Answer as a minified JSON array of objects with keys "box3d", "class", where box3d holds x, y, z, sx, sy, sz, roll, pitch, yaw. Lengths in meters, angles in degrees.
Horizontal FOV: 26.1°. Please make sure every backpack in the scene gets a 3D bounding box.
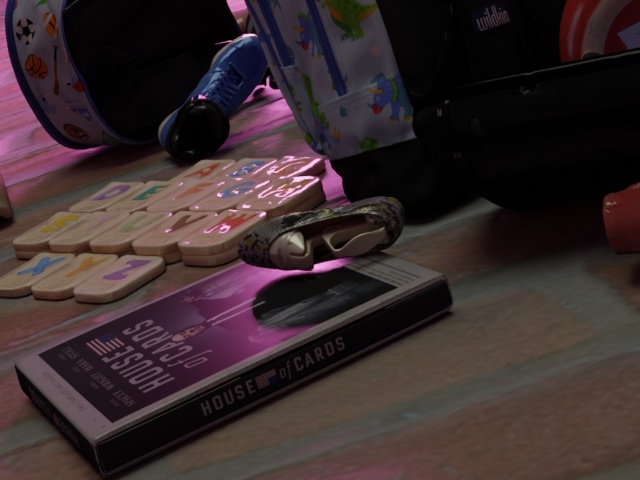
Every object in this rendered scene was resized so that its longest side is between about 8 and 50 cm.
[{"box3d":[-0.225,-0.231,1.525,0.213,0.276,0.263,-10,26,34],"class":"backpack"},{"box3d":[0.058,-0.235,1.113,0.290,0.355,0.273,-32,22,-35],"class":"backpack"}]

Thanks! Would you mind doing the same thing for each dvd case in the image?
[{"box3d":[-0.060,0.061,0.878,0.239,0.029,0.179,-23,19,-21],"class":"dvd case"}]

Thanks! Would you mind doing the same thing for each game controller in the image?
[{"box3d":[0.223,-0.078,0.872,0.319,0.067,0.166,-8,-13,28],"class":"game controller"}]

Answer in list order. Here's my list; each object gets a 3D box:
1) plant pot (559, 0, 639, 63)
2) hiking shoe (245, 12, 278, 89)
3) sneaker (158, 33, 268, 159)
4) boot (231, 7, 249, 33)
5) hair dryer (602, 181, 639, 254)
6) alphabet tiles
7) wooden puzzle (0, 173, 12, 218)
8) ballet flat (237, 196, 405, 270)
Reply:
[{"box3d":[0.270,-0.163,0.986,0.191,0.191,0.174,-9,25,24],"class":"plant pot"},{"box3d":[0.076,-0.224,1.505,0.304,0.113,0.132,-17,45,-9],"class":"hiking shoe"},{"box3d":[-0.101,-0.142,1.392,0.152,0.058,0.084,-45,22,1],"class":"sneaker"},{"box3d":[-0.117,-0.306,1.973,0.087,0.042,0.118,-31,21,-21],"class":"boot"},{"box3d":[0.257,-0.003,0.705,0.224,0.080,0.293,-26,20,-23],"class":"hair dryer"},{"box3d":[-0.137,-0.019,1.190,0.284,0.021,0.278,1,25,43],"class":"alphabet tiles"},{"box3d":[-0.441,-0.016,1.427,0.239,0.044,0.221,-16,18,-12],"class":"wooden puzzle"},{"box3d":[0.000,0.000,0.900,0.114,0.041,0.041,-15,19,7],"class":"ballet flat"}]
